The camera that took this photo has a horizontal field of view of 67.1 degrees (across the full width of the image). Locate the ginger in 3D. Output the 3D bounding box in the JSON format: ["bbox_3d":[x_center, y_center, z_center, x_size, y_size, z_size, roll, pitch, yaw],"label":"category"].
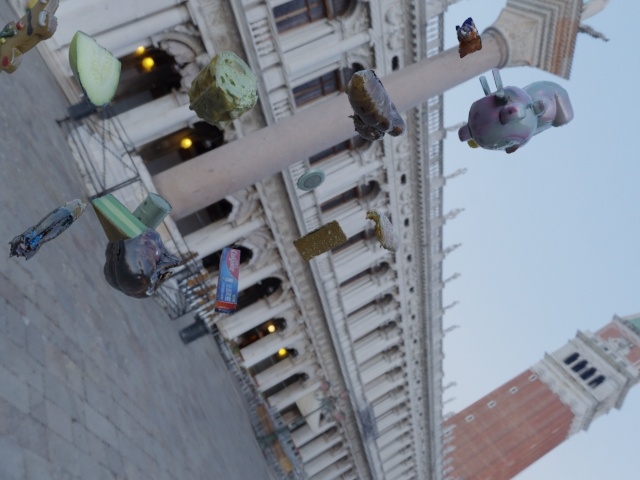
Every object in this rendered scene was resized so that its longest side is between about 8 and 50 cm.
[{"bbox_3d":[0.215,-0.603,2.216,0.253,0.176,0.418,0,-23,31],"label":"ginger"}]

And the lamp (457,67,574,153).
[{"bbox_3d":[0.576,-0.395,1.435,0.247,0.300,0.248,-4,-74,68],"label":"lamp"}]

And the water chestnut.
[{"bbox_3d":[-0.723,0.086,1.929,0.244,0.289,0.289,16,29,-46],"label":"water chestnut"}]

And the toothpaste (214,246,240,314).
[{"bbox_3d":[-0.365,0.153,1.907,0.321,0.076,0.066,-99,-156,-51],"label":"toothpaste"}]

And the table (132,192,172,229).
[{"bbox_3d":[-0.802,-0.100,2.223,0.126,0.220,0.126,41,11,-10],"label":"table"}]

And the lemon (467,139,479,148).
[{"bbox_3d":[0.540,-0.351,1.672,0.065,0.065,0.092,61,-24,11],"label":"lemon"}]

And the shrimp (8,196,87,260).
[{"bbox_3d":[-0.677,-0.011,1.150,0.054,0.222,0.290,56,12,-22],"label":"shrimp"}]

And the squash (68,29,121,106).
[{"bbox_3d":[-0.799,-0.597,1.750,0.154,0.204,0.237,32,1,19],"label":"squash"}]

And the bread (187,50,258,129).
[{"bbox_3d":[-0.367,-0.558,1.816,0.238,0.196,0.252,42,-33,-16],"label":"bread"}]

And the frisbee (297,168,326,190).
[{"bbox_3d":[-0.031,-0.212,1.705,0.110,0.110,0.014,86,-17,-61],"label":"frisbee"}]

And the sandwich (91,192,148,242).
[{"bbox_3d":[-0.500,-0.062,1.206,0.074,0.074,0.117,-49,125,-57],"label":"sandwich"}]

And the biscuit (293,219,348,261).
[{"bbox_3d":[0.000,0.000,2.178,0.131,0.230,0.025,59,10,-30],"label":"biscuit"}]

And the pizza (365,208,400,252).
[{"bbox_3d":[0.224,-0.030,1.708,0.271,0.056,0.135,31,49,-61],"label":"pizza"}]

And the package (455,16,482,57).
[{"bbox_3d":[0.459,-0.634,1.510,0.033,0.077,0.111,-19,92,-62],"label":"package"}]

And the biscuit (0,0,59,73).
[{"bbox_3d":[-0.810,-0.528,1.277,0.049,0.301,0.197,40,25,-52],"label":"biscuit"}]
